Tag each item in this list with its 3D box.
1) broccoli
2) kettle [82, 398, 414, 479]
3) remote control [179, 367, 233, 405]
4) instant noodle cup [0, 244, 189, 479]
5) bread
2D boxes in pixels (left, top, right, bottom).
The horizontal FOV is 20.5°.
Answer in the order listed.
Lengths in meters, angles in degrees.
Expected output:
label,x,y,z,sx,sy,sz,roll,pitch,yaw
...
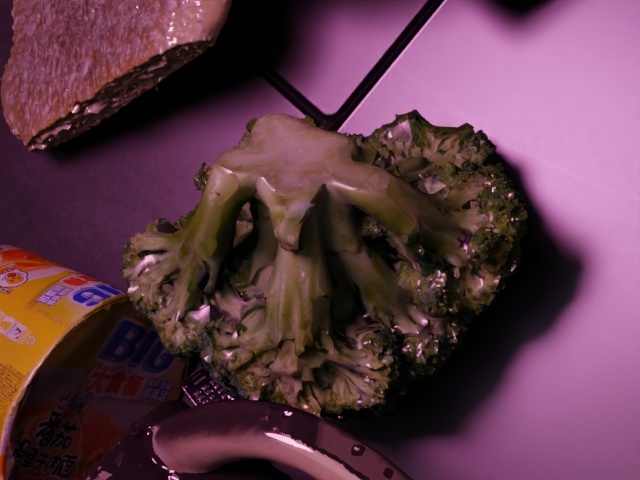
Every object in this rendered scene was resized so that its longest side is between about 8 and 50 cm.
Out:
label,x,y,z,sx,sy,sz,roll,pitch,yaw
broccoli,0.000,0.000,1.283,0.294,0.245,0.265,-9,59,-4
kettle,-0.022,0.265,1.247,0.324,0.228,0.321,35,120,11
remote control,-0.074,0.141,1.404,0.034,0.016,0.091,-35,70,-12
instant noodle cup,-0.225,0.102,1.378,0.153,0.205,0.205,26,93,28
bread,-0.176,-0.199,1.418,0.286,0.056,0.207,-31,61,39
